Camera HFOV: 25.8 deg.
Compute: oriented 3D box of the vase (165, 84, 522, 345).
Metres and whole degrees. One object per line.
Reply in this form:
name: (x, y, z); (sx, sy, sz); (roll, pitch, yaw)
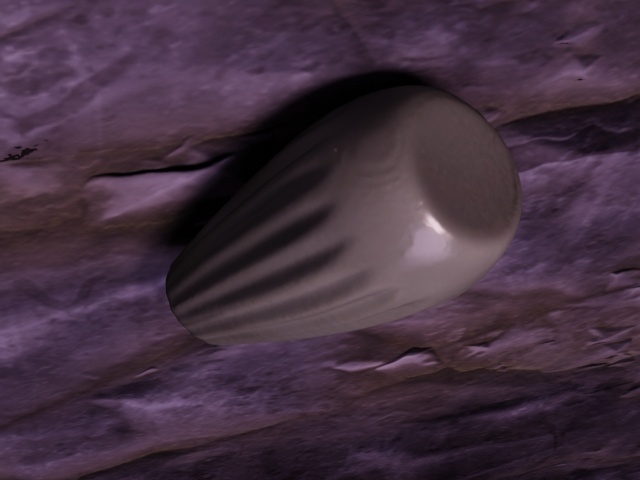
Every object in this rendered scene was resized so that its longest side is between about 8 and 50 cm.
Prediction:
vase: (0.000, 0.000, 0.845); (0.128, 0.128, 0.248); (10, 155, -40)
